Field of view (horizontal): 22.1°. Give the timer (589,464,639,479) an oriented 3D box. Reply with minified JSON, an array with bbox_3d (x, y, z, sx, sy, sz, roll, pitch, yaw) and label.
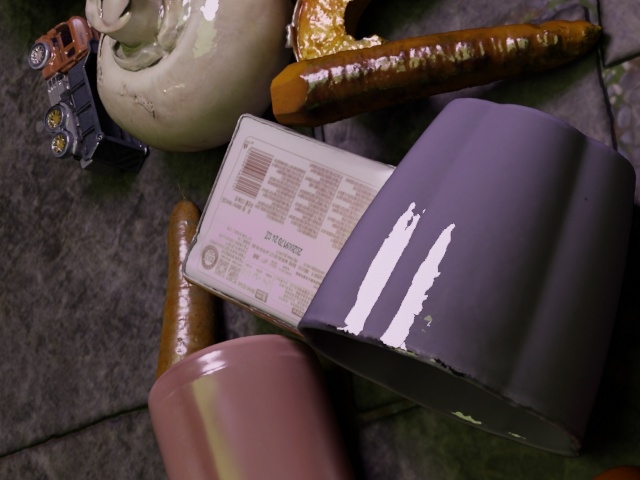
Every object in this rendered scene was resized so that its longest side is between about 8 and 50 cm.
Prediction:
[{"bbox_3d":[0.248,0.334,1.296,0.250,0.161,0.257,-50,50,0],"label":"timer"}]

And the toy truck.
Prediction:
[{"bbox_3d":[-0.260,-0.162,1.867,0.092,0.083,0.192,-33,60,29],"label":"toy truck"}]

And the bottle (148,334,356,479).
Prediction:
[{"bbox_3d":[-0.048,0.259,1.531,0.206,0.173,0.297,119,137,-53],"label":"bottle"}]

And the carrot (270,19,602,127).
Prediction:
[{"bbox_3d":[0.106,-0.160,1.523,0.314,0.066,0.066,-10,71,16],"label":"carrot"}]

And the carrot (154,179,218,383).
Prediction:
[{"bbox_3d":[-0.139,0.067,1.718,0.078,0.078,0.298,-20,62,35],"label":"carrot"}]

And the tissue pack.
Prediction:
[{"bbox_3d":[0.000,0.000,1.576,0.225,0.124,0.185,23,94,41],"label":"tissue pack"}]

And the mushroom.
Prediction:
[{"bbox_3d":[-0.148,-0.218,1.713,0.246,0.202,0.246,-25,55,41],"label":"mushroom"}]

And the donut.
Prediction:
[{"bbox_3d":[0.041,-0.221,1.630,0.146,0.078,0.181,2,85,33],"label":"donut"}]

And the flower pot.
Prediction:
[{"bbox_3d":[0.145,0.023,1.379,0.265,0.265,0.243,18,79,41],"label":"flower pot"}]
